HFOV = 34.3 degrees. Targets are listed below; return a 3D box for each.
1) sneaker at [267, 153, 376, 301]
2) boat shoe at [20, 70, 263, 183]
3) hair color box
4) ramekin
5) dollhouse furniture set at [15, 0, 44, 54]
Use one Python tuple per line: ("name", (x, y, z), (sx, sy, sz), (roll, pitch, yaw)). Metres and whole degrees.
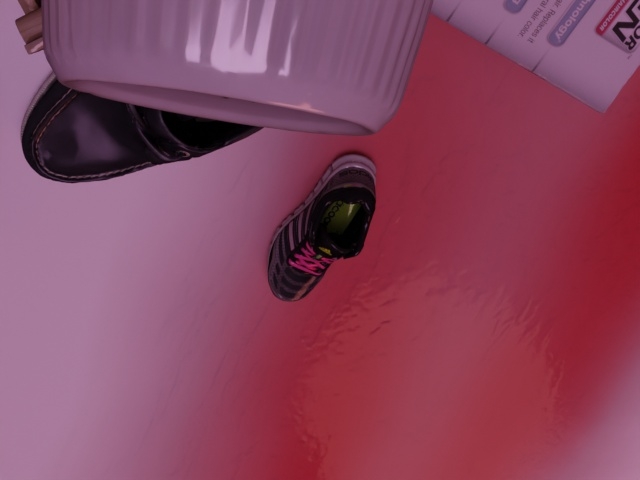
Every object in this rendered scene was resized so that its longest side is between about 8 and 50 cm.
("sneaker", (0.000, 0.000, 0.984), (0.063, 0.074, 0.170), (26, 116, -19))
("boat shoe", (-0.110, -0.126, 0.875), (0.340, 0.113, 0.127), (-20, 121, 7))
("hair color box", (0.121, -0.276, 0.806), (0.375, 0.113, 0.185), (26, 116, -19))
("ramekin", (-0.057, -0.147, 0.681), (0.273, 0.273, 0.127), (9, 92, -10))
("dollhouse furniture set", (-0.199, -0.239, 0.797), (0.123, 0.144, 0.151), (-25, 106, 4))
